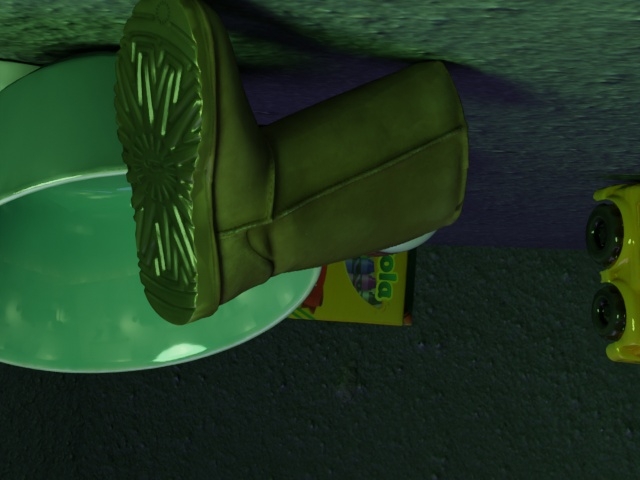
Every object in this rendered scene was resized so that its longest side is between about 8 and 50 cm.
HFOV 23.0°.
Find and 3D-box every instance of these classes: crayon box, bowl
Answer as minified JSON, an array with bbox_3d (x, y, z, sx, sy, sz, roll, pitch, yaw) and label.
[{"bbox_3d":[0.000,0.000,1.956,0.318,0.202,0.081,5,177,-27],"label":"crayon box"},{"bbox_3d":[-0.160,-0.035,1.241,0.311,0.163,0.311,-6,150,-4],"label":"bowl"}]

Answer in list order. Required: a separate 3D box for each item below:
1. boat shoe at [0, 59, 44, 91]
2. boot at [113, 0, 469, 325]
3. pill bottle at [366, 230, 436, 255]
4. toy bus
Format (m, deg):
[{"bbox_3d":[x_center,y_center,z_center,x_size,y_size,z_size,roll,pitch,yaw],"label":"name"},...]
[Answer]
[{"bbox_3d":[-0.250,-0.087,1.368,0.335,0.119,0.121,5,177,-20],"label":"boat shoe"},{"bbox_3d":[-0.010,-0.082,1.081,0.269,0.236,0.089,-22,-143,-39],"label":"boot"},{"bbox_3d":[0.073,-0.045,1.715,0.121,0.121,0.216,5,178,-6],"label":"pill bottle"},{"bbox_3d":[0.425,0.029,1.831,0.149,0.220,0.211,2,172,-20],"label":"toy bus"}]
